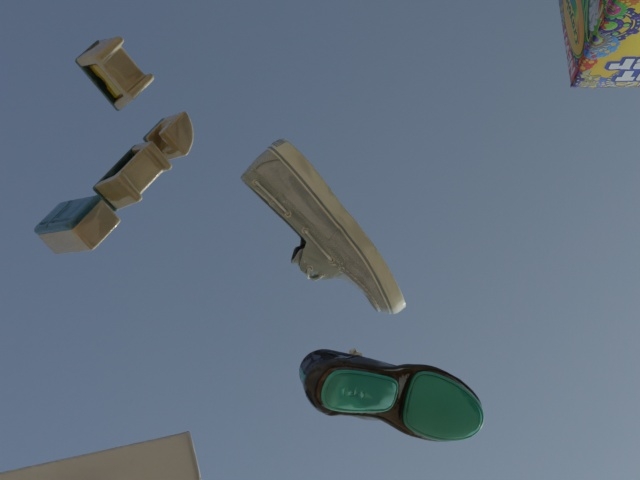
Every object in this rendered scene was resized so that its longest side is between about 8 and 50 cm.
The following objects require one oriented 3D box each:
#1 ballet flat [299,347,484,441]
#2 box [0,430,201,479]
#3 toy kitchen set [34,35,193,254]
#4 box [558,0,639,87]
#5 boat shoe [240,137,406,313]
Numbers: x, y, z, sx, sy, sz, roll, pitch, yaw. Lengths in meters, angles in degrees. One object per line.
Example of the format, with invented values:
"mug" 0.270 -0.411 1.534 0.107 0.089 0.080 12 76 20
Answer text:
"ballet flat" 0.063 0.140 1.059 0.203 0.074 0.074 17 -69 -33
"box" -0.286 0.343 1.156 0.345 0.215 0.168 -10 -119 -14
"toy kitchen set" -0.282 -0.114 1.356 0.166 0.207 0.122 51 -28 -20
"box" 0.255 -0.286 0.701 0.177 0.279 0.290 -2 -111 -3
"boat shoe" 0.000 0.000 1.215 0.081 0.079 0.227 -38 -85 -4
